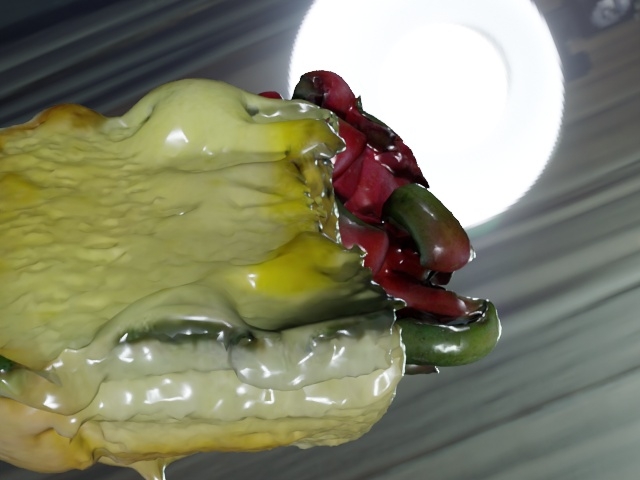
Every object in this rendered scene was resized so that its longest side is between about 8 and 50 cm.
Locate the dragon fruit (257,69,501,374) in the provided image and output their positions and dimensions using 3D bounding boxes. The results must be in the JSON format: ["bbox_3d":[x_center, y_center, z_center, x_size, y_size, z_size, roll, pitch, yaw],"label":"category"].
[{"bbox_3d":[-0.009,-0.003,0.742,0.273,0.198,0.218,-176,-74,-74],"label":"dragon fruit"}]

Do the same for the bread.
[{"bbox_3d":[-0.059,0.031,0.452,0.251,0.174,0.133,-111,-165,-62],"label":"bread"}]
